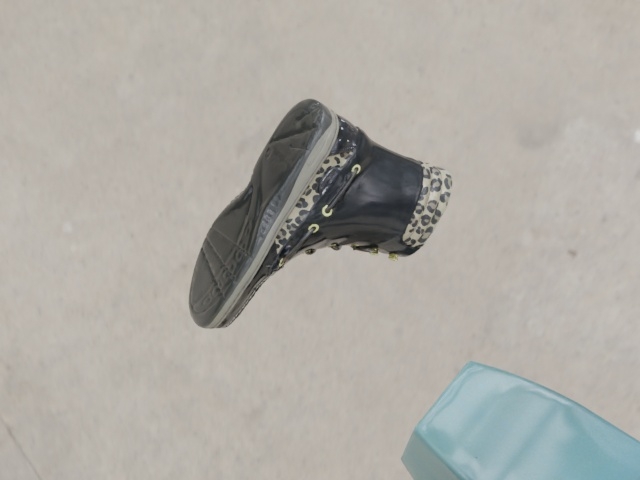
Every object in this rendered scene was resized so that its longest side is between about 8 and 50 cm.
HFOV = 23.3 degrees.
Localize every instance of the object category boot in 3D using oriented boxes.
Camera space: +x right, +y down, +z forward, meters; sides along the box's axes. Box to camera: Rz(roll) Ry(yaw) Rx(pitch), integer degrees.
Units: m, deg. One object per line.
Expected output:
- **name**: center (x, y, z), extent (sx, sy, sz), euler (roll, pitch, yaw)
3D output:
- **boot**: center (0.001, 0.000, 1.423), extent (0.179, 0.236, 0.085), euler (20, 20, -35)

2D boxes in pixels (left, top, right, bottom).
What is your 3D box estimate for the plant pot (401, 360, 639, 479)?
- **plant pot**: center (0.213, 0.249, 1.642), extent (0.234, 0.165, 0.165), euler (37, 66, 11)
